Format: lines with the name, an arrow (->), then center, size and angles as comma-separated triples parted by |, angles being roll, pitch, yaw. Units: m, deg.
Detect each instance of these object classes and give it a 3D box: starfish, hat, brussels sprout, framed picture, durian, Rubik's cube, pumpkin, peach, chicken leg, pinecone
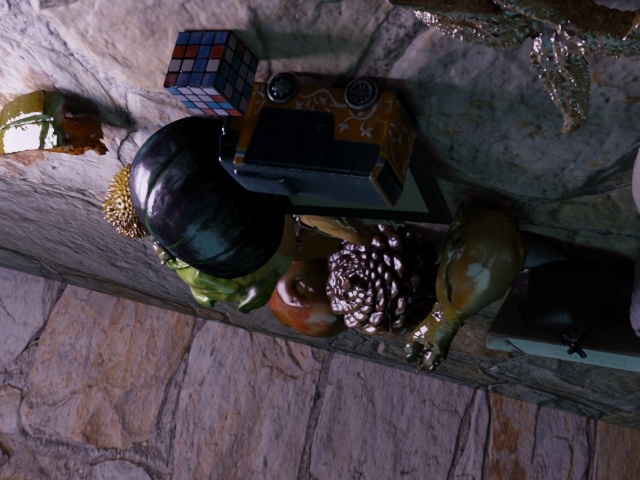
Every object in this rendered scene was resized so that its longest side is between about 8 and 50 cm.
starfish -> 0.216, -0.248, 1.156 | 0.293, 0.084, 0.301 | 19, 161, -4
hat -> 0.455, 0.124, 2.033 | 0.336, 0.209, 0.238 | 16, 168, -3
brussels sprout -> -0.192, 0.027, 2.167 | 0.294, 0.227, 0.259 | -22, 145, 27
framed picture -> 0.035, -0.120, 1.753 | 0.347, 0.016, 0.265 | 4, 145, 30
durian -> -0.386, -0.079, 2.132 | 0.136, 0.168, 0.158 | 3, 137, -11
Rubik's cube -> -0.158, -0.242, 1.483 | 0.092, 0.092, 0.092 | 6, 162, 28
pumpkin -> -0.209, -0.061, 1.811 | 0.315, 0.238, 0.315 | 42, 172, 7
peach -> -0.003, 0.130, 2.443 | 0.235, 0.214, 0.214 | 30, 179, 43
chicken leg -> 0.262, 0.100, 1.948 | 0.153, 0.201, 0.429 | 45, 133, 23
pinecone -> 0.148, 0.081, 2.132 | 0.309, 0.244, 0.244 | 12, 170, -42

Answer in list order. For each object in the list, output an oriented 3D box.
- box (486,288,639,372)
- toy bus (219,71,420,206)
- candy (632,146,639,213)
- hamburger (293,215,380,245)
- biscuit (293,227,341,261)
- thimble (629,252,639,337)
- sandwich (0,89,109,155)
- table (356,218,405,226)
box -> 0.565, 0.191, 2.225 | 0.365, 0.204, 0.051 | 7, 122, 25
toy bus -> -0.007, -0.149, 1.540 | 0.275, 0.167, 0.138 | 9, 164, 21
candy -> 0.584, -0.070, 1.262 | 0.426, 0.186, 0.386 | 27, 152, -33
hamburger -> 0.040, -0.062, 1.985 | 0.176, 0.087, 0.102 | 21, 153, 3
biscuit -> 0.000, -0.001, 2.268 | 0.165, 0.036, 0.250 | -5, 166, 2
thimble -> 0.694, 0.112, 1.867 | 0.245, 0.157, 0.217 | 10, 165, 11
sandwich -> -0.502, -0.211, 1.907 | 0.184, 0.109, 0.159 | -2, 178, 41
table -> 0.114, -0.070, 1.881 | 0.083, 0.079, 0.062 | 2, 160, 33
